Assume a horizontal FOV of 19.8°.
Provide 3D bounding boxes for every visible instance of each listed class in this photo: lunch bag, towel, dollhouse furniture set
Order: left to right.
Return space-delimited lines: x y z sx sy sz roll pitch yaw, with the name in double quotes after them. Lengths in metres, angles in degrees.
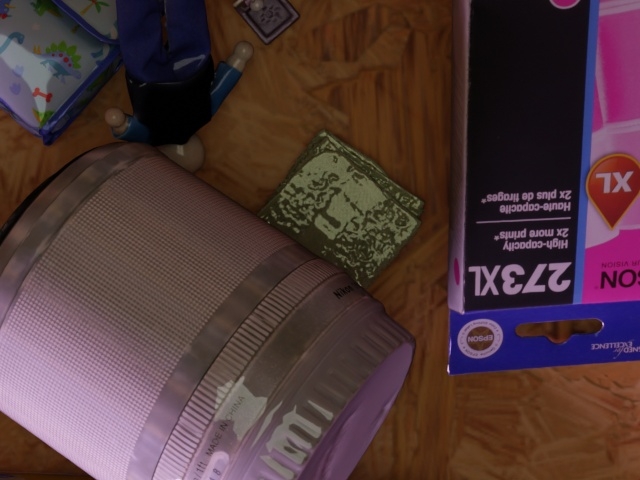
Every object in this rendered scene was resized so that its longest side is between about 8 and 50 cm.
-0.202 -0.169 1.371 0.129 0.096 0.151 42 82 -3 "lunch bag"
-0.029 -0.214 1.360 0.114 0.081 0.091 -39 93 6 "dollhouse furniture set"
0.000 0.000 1.410 0.110 0.027 0.148 38 96 -3 "towel"

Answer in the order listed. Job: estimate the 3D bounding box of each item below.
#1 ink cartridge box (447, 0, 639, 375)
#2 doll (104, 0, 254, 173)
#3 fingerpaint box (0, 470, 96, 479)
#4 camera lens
0.182 -0.054 1.306 0.175 0.069 0.371 -4 120 -5 "ink cartridge box"
-0.106 -0.124 1.351 0.129 0.046 0.189 -26 135 -25 "doll"
-0.374 0.364 1.396 0.444 0.163 0.371 3 97 2 "fingerpaint box"
-0.099 0.077 1.303 0.274 0.219 0.219 33 97 13 "camera lens"
